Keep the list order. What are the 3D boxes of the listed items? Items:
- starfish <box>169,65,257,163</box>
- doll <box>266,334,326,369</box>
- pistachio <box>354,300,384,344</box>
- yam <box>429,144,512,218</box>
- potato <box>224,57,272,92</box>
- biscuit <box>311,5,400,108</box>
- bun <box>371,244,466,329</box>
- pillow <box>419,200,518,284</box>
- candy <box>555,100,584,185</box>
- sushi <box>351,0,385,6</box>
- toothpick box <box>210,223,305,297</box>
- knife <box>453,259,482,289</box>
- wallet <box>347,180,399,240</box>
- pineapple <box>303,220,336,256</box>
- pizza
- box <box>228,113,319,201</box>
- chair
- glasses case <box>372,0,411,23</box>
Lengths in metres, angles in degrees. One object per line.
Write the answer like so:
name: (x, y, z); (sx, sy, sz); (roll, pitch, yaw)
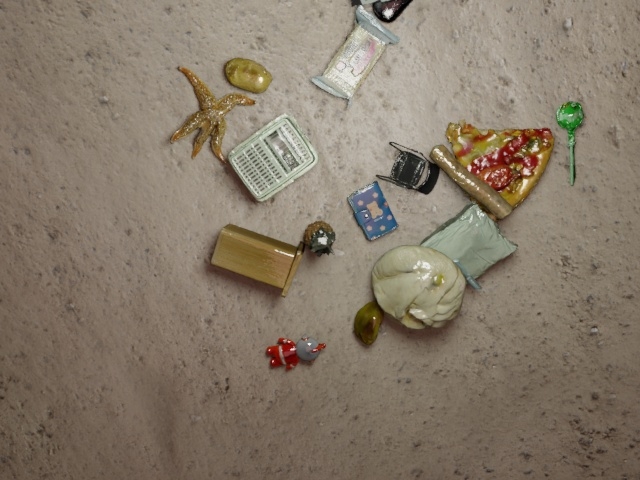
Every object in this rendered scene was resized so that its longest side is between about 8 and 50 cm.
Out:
starfish: (-0.423, -0.433, 1.639); (0.301, 0.084, 0.294); (23, 100, -11)
doll: (-0.095, 0.454, 1.858); (0.245, 0.076, 0.142); (-15, 104, 5)
pistachio: (0.191, 0.331, 1.825); (0.110, 0.100, 0.189); (22, 106, 17)
yam: (0.538, -0.215, 1.632); (0.356, 0.081, 0.081); (44, 98, 4)
potato: (-0.259, -0.588, 1.612); (0.170, 0.080, 0.107); (23, 114, -8)
biscuit: (0.121, -0.647, 1.612); (0.186, 0.079, 0.309); (35, 101, -11)
bun: (0.356, 0.194, 1.692); (0.365, 0.219, 0.365); (12, 132, 13)
pillow: (0.554, 0.034, 1.725); (0.283, 0.138, 0.310); (38, 118, -18)
candy: (0.950, -0.361, 1.711); (0.097, 0.097, 0.324); (-15, 111, 1)
sushi: (0.246, -0.980, 1.496); (0.320, 0.069, 0.340); (-5, 92, 5)
toothpick box: (-0.234, 0.060, 1.713); (0.308, 0.187, 0.190); (20, 102, -3)
knife: (0.555, 0.134, 1.710); (0.028, 0.015, 0.210); (-35, 124, 18)
wallet: (0.200, -0.110, 1.746); (0.141, 0.059, 0.202); (-27, 103, 6)
pineapple: (0.000, -0.001, 1.668); (0.128, 0.248, 0.128); (-1, 100, -4)
pizza: (0.626, -0.290, 1.686); (0.406, 0.130, 0.440); (31, 100, -11)
box: (-0.170, -0.298, 1.634); (0.290, 0.166, 0.221); (-34, 102, 6)
chair: (0.337, -0.263, 1.697); (0.145, 0.221, 0.140); (31, 105, 35)
glasses case: (0.293, -0.878, 1.569); (0.103, 0.067, 0.267); (44, 98, -4)
